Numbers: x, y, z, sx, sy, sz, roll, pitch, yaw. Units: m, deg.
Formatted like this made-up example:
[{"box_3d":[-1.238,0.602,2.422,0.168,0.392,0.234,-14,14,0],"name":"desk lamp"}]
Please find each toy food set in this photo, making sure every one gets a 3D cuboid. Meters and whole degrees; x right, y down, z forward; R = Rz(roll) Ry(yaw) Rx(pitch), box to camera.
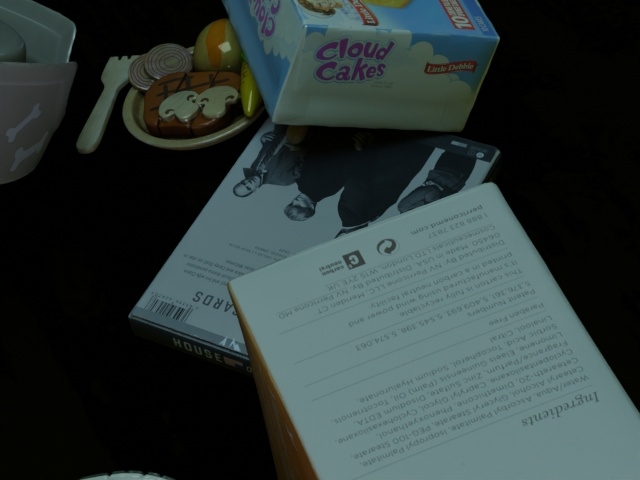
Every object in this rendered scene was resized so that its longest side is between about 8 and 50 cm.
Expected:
[{"box_3d":[-0.093,-0.120,1.312,0.192,0.038,0.132,-3,44,18],"name":"toy food set"}]

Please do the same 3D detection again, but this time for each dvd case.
[{"box_3d":[0.000,0.000,1.225,0.179,0.029,0.238,18,55,22],"name":"dvd case"}]

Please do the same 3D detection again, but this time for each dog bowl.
[{"box_3d":[-0.340,-0.135,1.232,0.349,0.102,0.349,15,15,-4],"name":"dog bowl"}]

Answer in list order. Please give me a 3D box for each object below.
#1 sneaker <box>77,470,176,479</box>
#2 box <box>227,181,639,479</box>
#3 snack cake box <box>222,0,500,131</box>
[{"box_3d":[-0.143,0.188,1.078,0.162,0.063,0.073,-7,67,8],"name":"sneaker"},{"box_3d":[0.095,0.176,0.939,0.168,0.215,0.345,-20,49,-9],"name":"box"},{"box_3d":[0.011,-0.195,1.304,0.152,0.089,0.264,2,40,-23],"name":"snack cake box"}]
